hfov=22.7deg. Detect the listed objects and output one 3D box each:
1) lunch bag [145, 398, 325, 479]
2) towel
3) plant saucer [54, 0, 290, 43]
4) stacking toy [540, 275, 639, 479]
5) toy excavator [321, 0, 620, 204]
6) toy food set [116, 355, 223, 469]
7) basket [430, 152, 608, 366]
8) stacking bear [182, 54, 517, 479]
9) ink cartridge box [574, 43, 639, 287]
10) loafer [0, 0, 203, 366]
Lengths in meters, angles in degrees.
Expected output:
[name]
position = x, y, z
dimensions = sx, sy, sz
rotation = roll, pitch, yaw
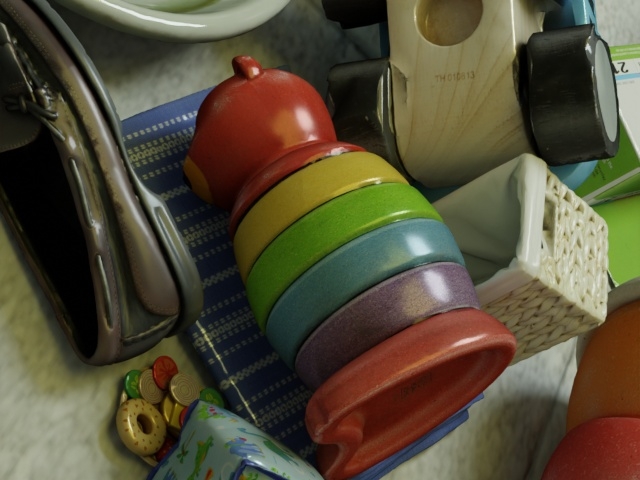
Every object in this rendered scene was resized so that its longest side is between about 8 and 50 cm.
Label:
[lunch bag]
position = -0.028, 0.188, 1.069
dimensions = 0.151, 0.096, 0.129
rotation = 28, 5, -24
[towel]
position = -0.025, 0.033, 1.251
dimensions = 0.243, 0.040, 0.336
rotation = -26, 83, -46
[plant saucer]
position = -0.183, -0.316, 1.257
dimensions = 0.400, 0.100, 0.400
rotation = 22, 53, -32
[stacking toy]
position = 0.259, 0.288, 1.210
dimensions = 0.350, 0.350, 0.480
rotation = 46, 60, -12
[toy excavator]
position = 0.168, -0.210, 1.447
dimensions = 0.445, 0.222, 0.433
rotation = 30, 54, -66
[toy food set]
position = -0.107, 0.123, 1.125
dimensions = 0.083, 0.020, 0.083
rotation = 32, 48, -25
[basket]
position = 0.134, 0.028, 1.244
dimensions = 0.103, 0.167, 0.113
rotation = 32, 49, -29
[stacking bear]
position = 0.000, 0.000, 1.156
dimensions = 0.164, 0.175, 0.289
rotation = -29, 68, -8
[ink cartridge box]
position = 0.340, -0.062, 1.592
dimensions = 0.189, 0.097, 0.255
rotation = -13, 75, -46
[loafer]
position = -0.191, -0.054, 1.095
dimensions = 0.095, 0.109, 0.302
rotation = -34, 94, -44
